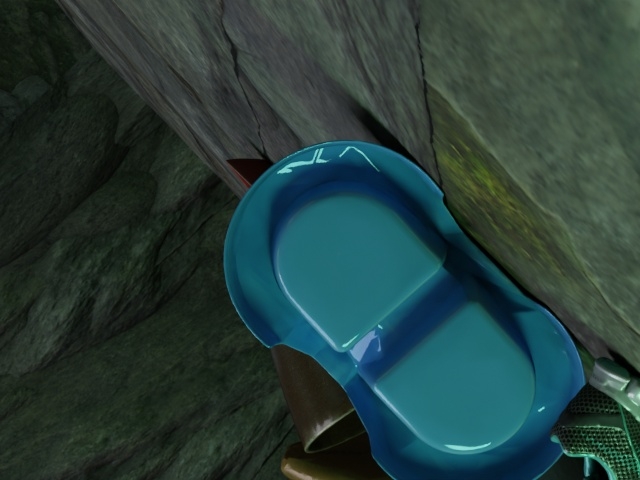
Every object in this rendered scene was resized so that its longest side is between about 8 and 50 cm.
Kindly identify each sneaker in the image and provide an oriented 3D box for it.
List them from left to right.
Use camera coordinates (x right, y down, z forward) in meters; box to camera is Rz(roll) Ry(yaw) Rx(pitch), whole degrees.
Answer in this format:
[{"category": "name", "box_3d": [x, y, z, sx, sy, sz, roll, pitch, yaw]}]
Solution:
[{"category": "sneaker", "box_3d": [0.212, 0.154, 0.865, 0.166, 0.076, 0.065, 48, 177, -20]}]

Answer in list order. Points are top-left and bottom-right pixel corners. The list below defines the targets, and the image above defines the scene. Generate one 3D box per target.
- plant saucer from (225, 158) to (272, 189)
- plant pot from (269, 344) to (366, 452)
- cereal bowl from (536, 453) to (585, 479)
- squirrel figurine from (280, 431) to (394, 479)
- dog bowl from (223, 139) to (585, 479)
[{"category": "plant saucer", "box_3d": [0.000, 0.000, 1.853, 0.258, 0.048, 0.259, 43, 176, 38]}, {"category": "plant pot", "box_3d": [0.022, 0.073, 1.372, 0.230, 0.215, 0.215, 59, 180, 15]}, {"category": "cereal bowl", "box_3d": [0.212, 0.309, 1.091, 0.339, 0.141, 0.339, 42, -145, -39]}, {"category": "squirrel figurine", "box_3d": [0.174, 0.377, 1.649, 0.396, 0.281, 0.371, 16, 129, 23]}, {"category": "dog bowl", "box_3d": [0.060, 0.054, 0.939, 0.297, 0.166, 0.074, 47, -173, -9]}]
